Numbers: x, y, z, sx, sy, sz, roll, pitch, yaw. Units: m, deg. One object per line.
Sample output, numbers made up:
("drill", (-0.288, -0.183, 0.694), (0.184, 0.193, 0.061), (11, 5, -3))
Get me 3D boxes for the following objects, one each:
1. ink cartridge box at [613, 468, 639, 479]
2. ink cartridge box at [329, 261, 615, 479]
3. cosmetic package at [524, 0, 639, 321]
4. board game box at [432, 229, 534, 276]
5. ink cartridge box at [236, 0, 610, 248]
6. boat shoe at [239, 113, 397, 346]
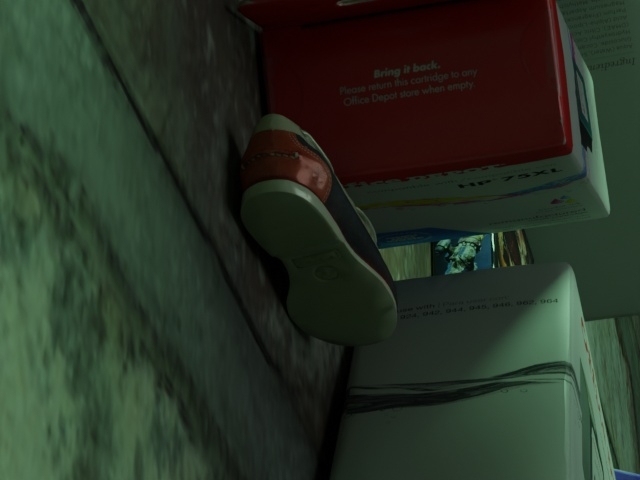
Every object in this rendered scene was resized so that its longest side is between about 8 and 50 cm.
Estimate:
("ink cartridge box", (0.155, 0.236, 1.153), (0.208, 0.045, 0.206), (98, 2, -83))
("ink cartridge box", (0.081, 0.161, 0.927), (0.273, 0.115, 0.198), (-76, 155, -61))
("cosmetic package", (0.205, -0.145, 1.592), (0.217, 0.156, 0.385), (-74, 153, -61))
("board game box", (0.112, 0.063, 1.291), (0.165, 0.042, 0.243), (66, 20, -50))
("ink cartridge box", (0.055, -0.058, 0.918), (0.231, 0.134, 0.078), (32, 51, -72))
("boat shoe", (0.000, 0.000, 0.844), (0.137, 0.049, 0.043), (58, 24, -50))
